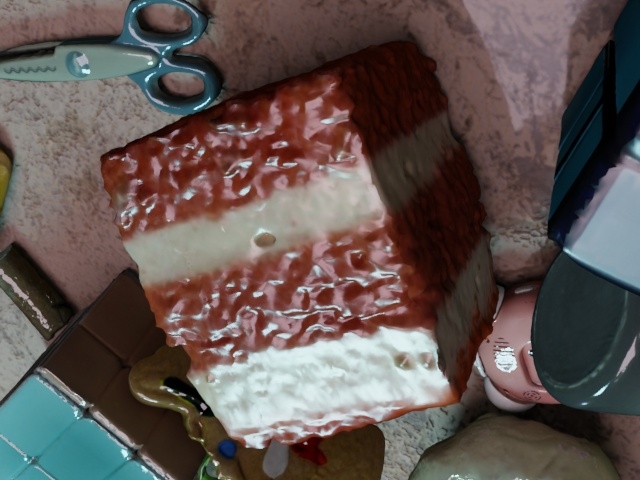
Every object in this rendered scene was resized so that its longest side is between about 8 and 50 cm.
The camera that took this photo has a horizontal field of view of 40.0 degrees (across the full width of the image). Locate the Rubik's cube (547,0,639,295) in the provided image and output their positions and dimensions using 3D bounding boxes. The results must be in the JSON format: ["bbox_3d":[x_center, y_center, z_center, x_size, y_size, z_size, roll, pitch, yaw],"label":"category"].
[{"bbox_3d":[0.371,-0.097,0.692,0.294,0.288,0.283,25,125,5],"label":"Rubik's cube"}]

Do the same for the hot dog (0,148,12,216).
[{"bbox_3d":[-0.460,-0.036,1.114,0.104,0.076,0.250,31,126,-1],"label":"hot dog"}]

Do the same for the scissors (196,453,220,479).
[{"bbox_3d":[-0.182,0.367,1.225,0.204,0.027,0.101,-33,108,-8],"label":"scissors"}]

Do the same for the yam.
[{"bbox_3d":[-0.384,0.069,1.165,0.054,0.054,0.132,-29,107,29],"label":"yam"}]

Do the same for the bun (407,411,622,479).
[{"bbox_3d":[0.238,0.306,1.046,0.287,0.146,0.287,12,136,12],"label":"bun"}]

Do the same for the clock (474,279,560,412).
[{"bbox_3d":[0.241,0.119,0.974,0.162,0.092,0.166,-12,116,27],"label":"clock"}]

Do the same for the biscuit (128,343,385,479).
[{"bbox_3d":[-0.073,0.220,1.022,0.320,0.183,0.047,37,155,-6],"label":"biscuit"}]

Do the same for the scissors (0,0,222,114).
[{"bbox_3d":[-0.251,-0.199,0.971,0.289,0.041,0.138,1,127,16],"label":"scissors"}]

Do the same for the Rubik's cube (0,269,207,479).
[{"bbox_3d":[-0.266,0.219,1.112,0.225,0.221,0.231,43,122,-10],"label":"Rubik's cube"}]

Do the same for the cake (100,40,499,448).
[{"bbox_3d":[0.000,0.000,0.853,0.269,0.270,0.319,-16,102,27],"label":"cake"}]

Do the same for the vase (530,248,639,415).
[{"bbox_3d":[0.380,0.101,0.840,0.321,0.173,0.173,14,125,-16],"label":"vase"}]
